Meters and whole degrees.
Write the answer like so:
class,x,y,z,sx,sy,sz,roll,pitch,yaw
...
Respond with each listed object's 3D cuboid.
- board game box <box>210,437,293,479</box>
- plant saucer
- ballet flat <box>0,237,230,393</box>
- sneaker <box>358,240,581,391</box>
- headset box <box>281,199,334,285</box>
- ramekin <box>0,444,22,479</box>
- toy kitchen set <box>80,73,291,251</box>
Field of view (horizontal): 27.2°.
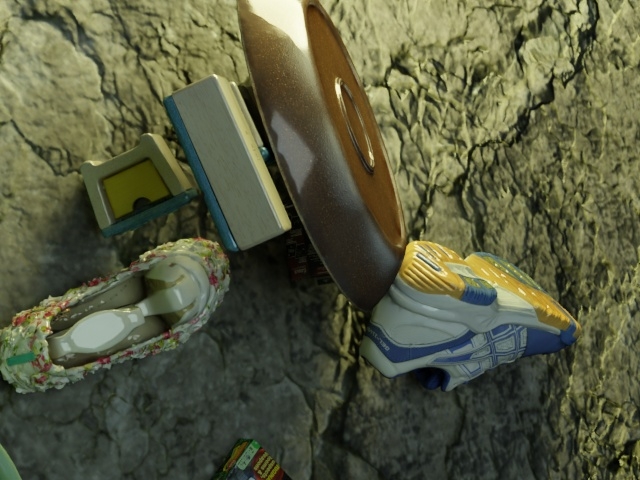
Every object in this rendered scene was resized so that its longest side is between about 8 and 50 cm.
class,x,y,z,sx,sy,sz,roll,pitch,yaw
board game box,-0.092,0.312,1.131,0.136,0.030,0.260,50,57,-22
plant saucer,0.011,-0.093,1.142,0.310,0.050,0.311,-20,90,-79
ballet flat,-0.153,0.062,1.095,0.241,0.077,0.091,-29,99,-37
sneaker,0.144,0.086,1.312,0.296,0.112,0.131,16,112,-47
headset box,0.000,0.000,1.247,0.062,0.032,0.083,-9,89,-37
ramekin,-0.347,0.214,0.844,0.303,0.148,0.303,-5,99,-34
toy kitchen set,-0.113,-0.035,1.024,0.166,0.207,0.122,-24,91,7
